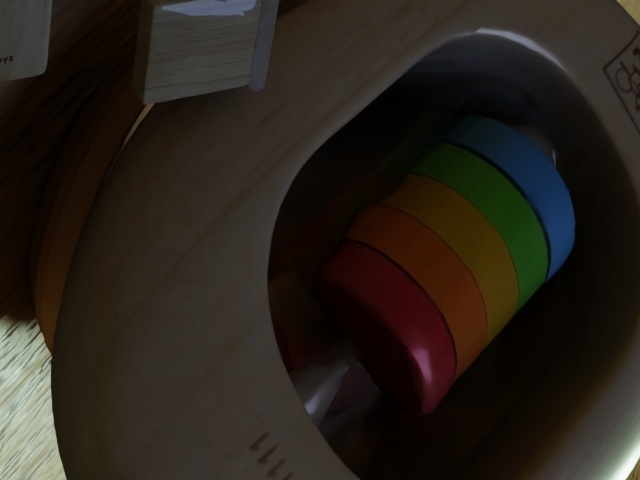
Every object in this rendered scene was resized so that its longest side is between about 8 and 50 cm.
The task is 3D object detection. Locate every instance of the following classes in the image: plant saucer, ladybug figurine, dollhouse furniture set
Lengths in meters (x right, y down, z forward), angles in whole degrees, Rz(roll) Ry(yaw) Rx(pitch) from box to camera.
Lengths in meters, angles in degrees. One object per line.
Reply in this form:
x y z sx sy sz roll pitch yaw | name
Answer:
-0.096 -0.026 0.915 0.200 0.037 0.200 -58 165 -26 | plant saucer
0.033 0.019 0.877 0.449 0.305 0.162 -39 -168 -38 | ladybug figurine
-0.107 -0.142 0.705 0.151 0.123 0.144 -13 136 -27 | dollhouse furniture set
